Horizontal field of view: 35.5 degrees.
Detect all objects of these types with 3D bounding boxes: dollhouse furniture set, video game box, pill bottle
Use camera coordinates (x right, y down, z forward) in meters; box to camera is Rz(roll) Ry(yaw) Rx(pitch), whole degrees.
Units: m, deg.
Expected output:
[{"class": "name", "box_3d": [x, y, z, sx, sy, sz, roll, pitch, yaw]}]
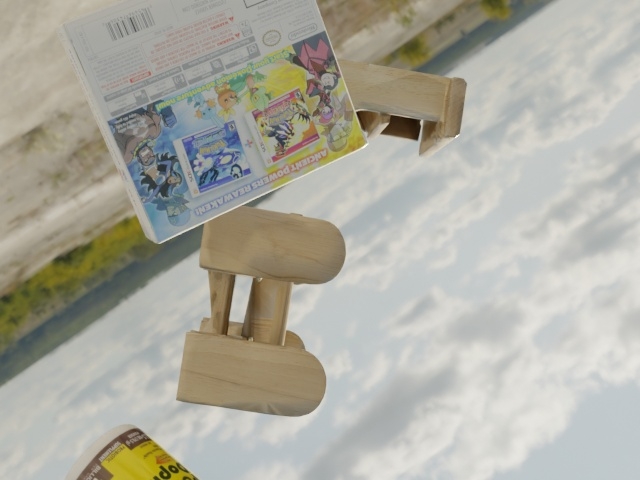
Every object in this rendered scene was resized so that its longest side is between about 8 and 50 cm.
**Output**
[{"class": "dollhouse furniture set", "box_3d": [0.000, 0.000, 1.158, 0.257, 0.394, 0.362, 9, 177, -3]}, {"class": "video game box", "box_3d": [-0.083, -0.124, 0.817, 0.205, 0.187, 0.048, -26, -165, -18]}, {"class": "pill bottle", "box_3d": [-0.160, 0.298, 1.040, 0.117, 0.215, 0.117, -48, 163, -20]}]
